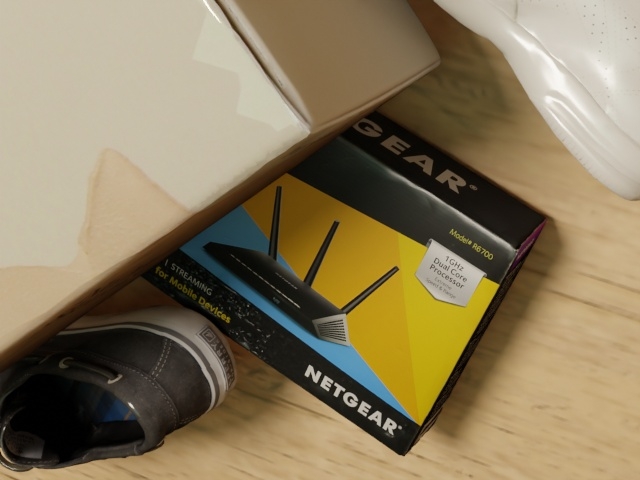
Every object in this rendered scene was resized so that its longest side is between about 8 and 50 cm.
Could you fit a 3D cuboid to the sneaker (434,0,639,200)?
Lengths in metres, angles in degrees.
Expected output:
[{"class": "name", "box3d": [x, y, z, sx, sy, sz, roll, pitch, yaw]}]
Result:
[{"class": "sneaker", "box3d": [0.093, -0.121, 0.602, 0.212, 0.080, 0.094, 46, 113, -4]}]

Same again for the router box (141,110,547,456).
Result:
[{"class": "router box", "box3d": [0.000, 0.000, 0.713, 0.179, 0.046, 0.133, 33, 123, 13]}]

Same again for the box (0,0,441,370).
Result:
[{"class": "box", "box3d": [-0.117, -0.033, 0.646, 0.311, 0.148, 0.121, -33, 91, 32]}]

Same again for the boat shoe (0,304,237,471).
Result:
[{"class": "boat shoe", "box3d": [-0.138, 0.089, 0.787, 0.228, 0.076, 0.080, -10, 114, 45]}]
